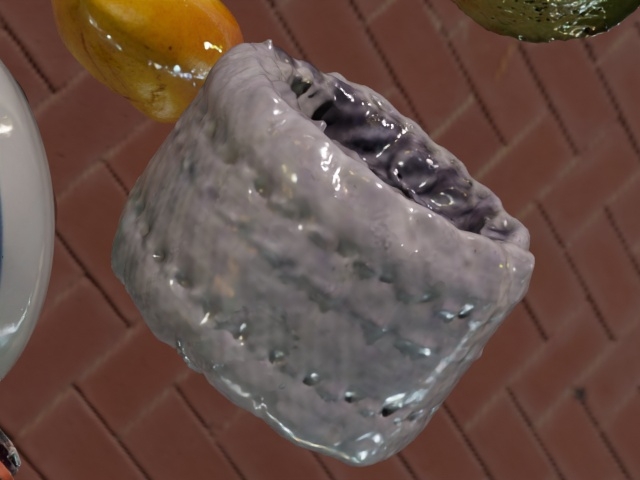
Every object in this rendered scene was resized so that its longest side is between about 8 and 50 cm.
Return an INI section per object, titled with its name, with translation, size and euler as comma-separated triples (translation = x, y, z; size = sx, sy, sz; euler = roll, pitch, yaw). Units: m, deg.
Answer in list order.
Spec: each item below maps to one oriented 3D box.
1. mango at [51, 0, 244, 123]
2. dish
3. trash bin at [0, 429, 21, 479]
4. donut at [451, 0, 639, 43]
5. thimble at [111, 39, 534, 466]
[mango]
translation = -0.169, -0.206, 1.458
size = 0.187, 0.257, 0.138
euler = 38, 91, 5
[dish]
translation = -0.241, -0.022, 0.983
size = 0.134, 0.273, 0.273
euler = -8, 105, -48
[trash bin]
translation = -0.490, 0.266, 1.695
size = 0.239, 0.161, 0.184
euler = -42, 105, -28
[donut]
translation = 0.180, -0.308, 1.255
size = 0.107, 0.272, 0.272
euler = 18, 90, -60
[thimble]
translation = 0.000, 0.000, 0.887
size = 0.217, 0.245, 0.157
euler = 24, 109, -40
